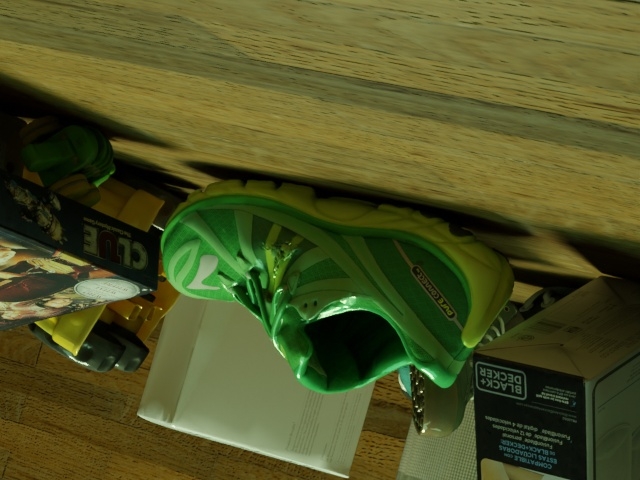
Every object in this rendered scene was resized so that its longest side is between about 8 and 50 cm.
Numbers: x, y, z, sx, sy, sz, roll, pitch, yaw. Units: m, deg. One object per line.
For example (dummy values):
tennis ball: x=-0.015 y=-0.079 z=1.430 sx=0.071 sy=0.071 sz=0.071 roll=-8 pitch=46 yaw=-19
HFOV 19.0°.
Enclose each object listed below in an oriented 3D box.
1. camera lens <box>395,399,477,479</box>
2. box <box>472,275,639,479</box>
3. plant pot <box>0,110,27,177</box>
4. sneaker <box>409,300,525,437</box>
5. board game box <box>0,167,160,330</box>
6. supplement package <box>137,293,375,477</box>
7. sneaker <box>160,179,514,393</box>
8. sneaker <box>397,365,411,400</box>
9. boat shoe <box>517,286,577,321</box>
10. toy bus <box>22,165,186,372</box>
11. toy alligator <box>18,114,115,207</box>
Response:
camera lens: x=0.184 y=0.209 z=1.753 sx=0.219 sy=0.274 sz=0.219 roll=16 pitch=174 yaw=2
box: x=0.184 y=0.188 z=1.268 sx=0.087 sy=0.290 sz=0.169 roll=12 pitch=-157 yaw=36
plant pot: x=-0.266 y=-0.055 z=1.335 sx=0.096 sy=0.109 sz=0.109 roll=-3 pitch=165 yaw=35
sneaker: x=0.105 y=0.066 z=1.339 sx=0.086 sy=0.064 sz=0.192 roll=4 pitch=-147 yaw=-4
board game box: x=-0.247 y=-0.002 z=1.266 sx=0.165 sy=0.042 sz=0.243 roll=-14 pitch=155 yaw=35
supplement package: x=-0.058 y=0.125 z=2.022 sx=0.203 sy=0.194 sz=0.149 roll=18 pitch=173 yaw=-19
sneaker: x=-0.011 y=0.034 z=1.287 sx=0.295 sy=0.123 sz=0.109 roll=7 pitch=157 yaw=44
sneaker: x=0.131 y=0.152 z=2.211 sx=0.121 sy=0.108 sz=0.302 roll=9 pitch=174 yaw=23
boat shoe: x=0.199 y=0.080 z=1.410 sx=0.302 sy=0.091 sz=0.114 roll=19 pitch=-159 yaw=36
toy bus: x=-0.212 y=-0.003 z=1.539 sx=0.211 sy=0.149 sz=0.220 roll=28 pitch=179 yaw=9
toy alligator: x=-0.164 y=-0.052 z=1.324 sx=0.051 sy=0.056 sz=0.190 roll=-26 pitch=171 yaw=0
